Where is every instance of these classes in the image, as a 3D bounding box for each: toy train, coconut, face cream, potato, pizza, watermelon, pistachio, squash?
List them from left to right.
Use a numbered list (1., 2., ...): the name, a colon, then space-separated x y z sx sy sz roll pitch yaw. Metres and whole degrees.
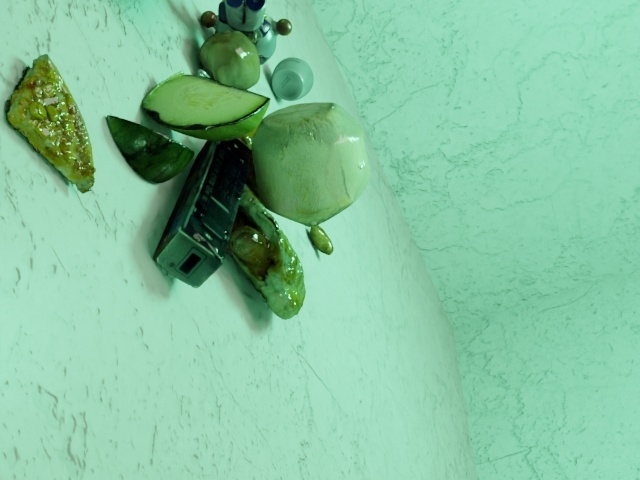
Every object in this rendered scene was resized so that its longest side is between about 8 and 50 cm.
1. pizza: -0.325 -0.149 0.941 0.131 0.041 0.178 23 48 -70
2. watermelon: -0.240 -0.143 1.193 0.092 0.075 0.181 70 14 16
3. squash: -0.203 -0.197 1.305 0.184 0.191 0.085 -50 152 -49
4. toy train: -0.183 -0.072 1.280 0.086 0.089 0.409 37 24 -18
5. pistachio: -0.189 -0.373 1.647 0.185 0.124 0.125 49 24 -68
6. face cream: -0.079 -0.447 2.176 0.117 0.117 0.104 64 24 -22
7. coconut: -0.017 -0.137 1.497 0.227 0.227 0.231 -79 158 -66
8. potato: 0.000 0.000 1.990 0.092 0.046 0.045 55 33 -17

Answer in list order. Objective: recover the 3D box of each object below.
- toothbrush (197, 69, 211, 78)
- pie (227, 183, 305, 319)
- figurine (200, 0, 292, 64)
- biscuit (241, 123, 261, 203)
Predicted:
1. toothbrush: -0.197 -0.290 1.687 0.286 0.020 0.025 42 63 -64
2. pie: -0.101 0.012 1.459 0.257 0.105 0.274 -107 170 -56
3. figurine: -0.154 -0.465 1.718 0.274 0.193 0.133 -10 -106 63
4. biscuit: -0.147 -0.177 1.628 0.220 0.066 0.221 -19 90 -73
